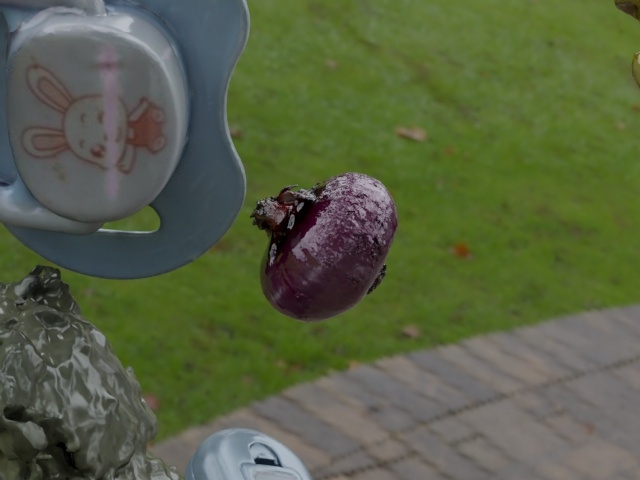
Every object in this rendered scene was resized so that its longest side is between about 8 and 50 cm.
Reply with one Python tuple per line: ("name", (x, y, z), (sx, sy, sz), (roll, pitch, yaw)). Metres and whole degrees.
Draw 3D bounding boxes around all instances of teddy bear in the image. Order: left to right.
("teddy bear", (-0.191, 0.206, 1.166), (0.224, 0.367, 0.357), (-21, -4, 5))

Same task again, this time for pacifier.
("pacifier", (-0.158, -0.119, 1.194), (0.238, 0.287, 0.226), (3, 23, 9))

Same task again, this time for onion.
("onion", (0.000, 0.000, 1.135), (0.104, 0.115, 0.115), (32, 19, -4))

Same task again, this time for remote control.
("remote control", (-0.016, 0.205, 0.992), (0.087, 0.047, 0.244), (16, 30, -36))

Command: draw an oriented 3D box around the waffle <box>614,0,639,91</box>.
("waffle", (0.216, -0.105, 0.634), (0.056, 0.253, 0.249), (3, 30, -36))
